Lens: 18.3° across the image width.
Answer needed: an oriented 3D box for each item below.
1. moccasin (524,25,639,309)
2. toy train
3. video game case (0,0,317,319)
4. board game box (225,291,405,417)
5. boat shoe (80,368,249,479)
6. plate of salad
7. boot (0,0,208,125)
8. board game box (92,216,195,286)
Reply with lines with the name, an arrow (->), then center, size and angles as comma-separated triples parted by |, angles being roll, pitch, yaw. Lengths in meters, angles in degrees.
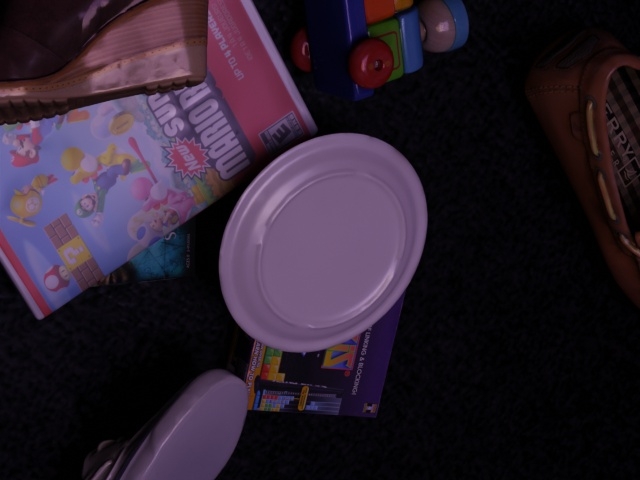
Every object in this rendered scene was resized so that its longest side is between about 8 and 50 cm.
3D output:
moccasin -> 0.329, -0.033, 1.824 | 0.139, 0.147, 0.380 | -35, 119, -13
toy train -> 0.046, -0.253, 1.643 | 0.143, 0.105, 0.248 | -21, 115, -31
video game case -> -0.160, -0.094, 1.597 | 0.285, 0.025, 0.204 | -35, 118, -13
board game box -> -0.002, 0.067, 1.748 | 0.141, 0.048, 0.170 | 6, 104, -27
boat shoe -> -0.164, 0.211, 1.692 | 0.096, 0.088, 0.267 | 21, 103, -54
plate of salad -> 0.000, 0.000, 1.673 | 0.200, 0.048, 0.199 | -13, 119, -25
boot -> -0.213, -0.201, 1.506 | 0.248, 0.090, 0.206 | -11, 84, -16
board game box -> -0.164, -0.055, 1.638 | 0.126, 0.026, 0.186 | -7, 109, -25
